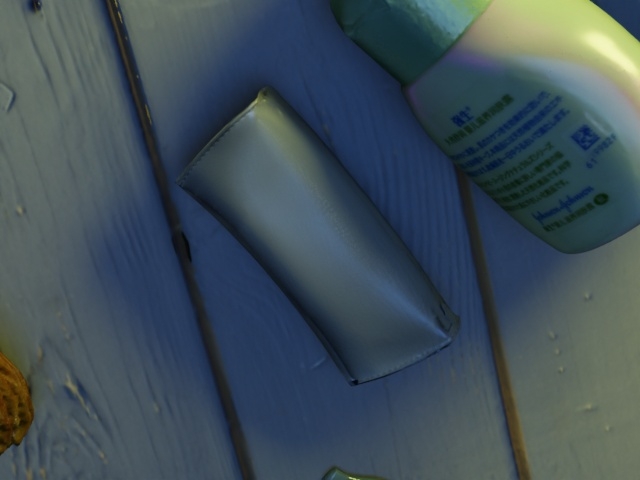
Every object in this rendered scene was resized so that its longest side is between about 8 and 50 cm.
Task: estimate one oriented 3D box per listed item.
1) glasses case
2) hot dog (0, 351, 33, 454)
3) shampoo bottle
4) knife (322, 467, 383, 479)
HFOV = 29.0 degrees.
[{"bbox_3d":[-0.002,0.002,1.174,0.128,0.083,0.308,-36,109,9],"label":"glasses case"},{"bbox_3d":[-0.383,0.117,1.131,0.175,0.114,0.259,-31,109,2],"label":"hot dog"},{"bbox_3d":[0.159,-0.154,1.099,0.349,0.222,0.151,41,60,-8],"label":"shampoo bottle"},{"bbox_3d":[0.103,0.270,1.306,0.210,0.015,0.028,13,98,-13],"label":"knife"}]
